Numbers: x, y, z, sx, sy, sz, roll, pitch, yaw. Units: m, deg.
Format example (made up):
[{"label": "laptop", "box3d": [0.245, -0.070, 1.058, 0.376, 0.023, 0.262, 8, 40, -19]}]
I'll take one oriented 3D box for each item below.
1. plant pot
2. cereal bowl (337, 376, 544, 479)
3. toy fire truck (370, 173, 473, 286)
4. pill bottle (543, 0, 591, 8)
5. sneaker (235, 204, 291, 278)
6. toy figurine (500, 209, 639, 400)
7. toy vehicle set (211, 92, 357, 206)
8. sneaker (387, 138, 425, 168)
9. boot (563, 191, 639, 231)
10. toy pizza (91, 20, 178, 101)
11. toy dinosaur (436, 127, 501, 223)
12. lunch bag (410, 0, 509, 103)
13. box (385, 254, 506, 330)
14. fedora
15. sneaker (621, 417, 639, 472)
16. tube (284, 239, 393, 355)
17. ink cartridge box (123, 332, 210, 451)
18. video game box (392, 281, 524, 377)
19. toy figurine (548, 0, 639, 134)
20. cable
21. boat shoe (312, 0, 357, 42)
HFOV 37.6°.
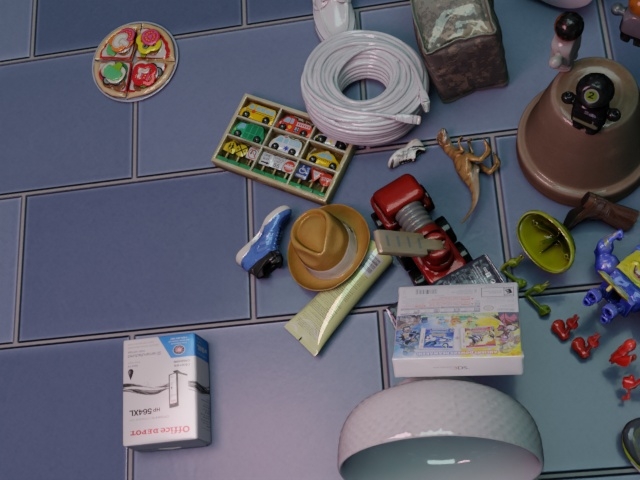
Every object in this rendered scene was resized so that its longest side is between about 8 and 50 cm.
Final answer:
[{"label": "plant pot", "box3d": [0.497, -0.218, 1.728, 0.263, 0.229, 0.263, -3, 71, 9]}, {"label": "cereal bowl", "box3d": [0.193, 0.315, 1.553, 0.339, 0.339, 0.141, -5, 58, 9]}, {"label": "toy fire truck", "box3d": [0.160, -0.021, 1.714, 0.158, 0.246, 0.217, -31, 69, -1]}, {"label": "pill bottle", "box3d": [0.546, -0.663, 1.880, 0.210, 0.210, 0.363, 26, 77, 18]}, {"label": "sneaker", "box3d": [-0.090, 0.008, 1.852, 0.084, 0.058, 0.152, 40, 87, 26]}, {"label": "toy figurine", "box3d": [0.534, 0.079, 1.696, 0.217, 0.191, 0.362, -23, 57, -30]}, {"label": "toy vehicle set", "box3d": [-0.071, -0.187, 1.929, 0.266, 0.035, 0.166, 20, 76, 17]}, {"label": "sneaker", "box3d": [0.173, -0.168, 1.877, 0.083, 0.032, 0.037, -39, 68, -3]}, {"label": "boot", "box3d": [0.525, -0.035, 1.758, 0.114, 0.106, 0.037, 20, 46, -12]}, {"label": "toy pizza", "box3d": [-0.412, -0.399, 2.071, 0.201, 0.032, 0.201, -3, 71, 10]}, {"label": "toy dinosaur", "box3d": [0.295, -0.135, 1.837, 0.112, 0.064, 0.211, -31, 58, 19]}, {"label": "lunch bag", "box3d": [0.261, -0.455, 1.851, 0.169, 0.235, 0.287, -16, 69, 11]}, {"label": "box", "box3d": [0.237, 0.137, 1.695, 0.207, 0.153, 0.108, -28, 68, 0]}, {"label": "fedora", "box3d": [0.000, 0.000, 1.799, 0.194, 0.079, 0.194, -17, 55, 25]}, {"label": "sneaker", "box3d": [0.637, 0.389, 1.546, 0.300, 0.121, 0.111, 33, 80, 19]}, {"label": "tube", "box3d": [0.039, 0.104, 1.800, 0.062, 0.070, 0.240, 43, 86, -19]}, {"label": "ink cartridge box", "box3d": [-0.291, 0.289, 1.781, 0.148, 0.086, 0.203, -8, 69, 8]}, {"label": "video game box", "box3d": [0.226, 0.144, 1.538, 0.205, 0.048, 0.187, -3, 33, 11]}, {"label": "toy figurine", "box3d": [0.491, -0.301, 1.554, 0.213, 0.148, 0.210, -15, 70, 6]}, {"label": "cable", "box3d": [0.090, -0.310, 1.895, 0.257, 0.089, 0.257, -2, 58, 5]}, {"label": "boat shoe", "box3d": [0.017, -0.525, 2.002, 0.095, 0.084, 0.258, -15, 69, 5]}]
